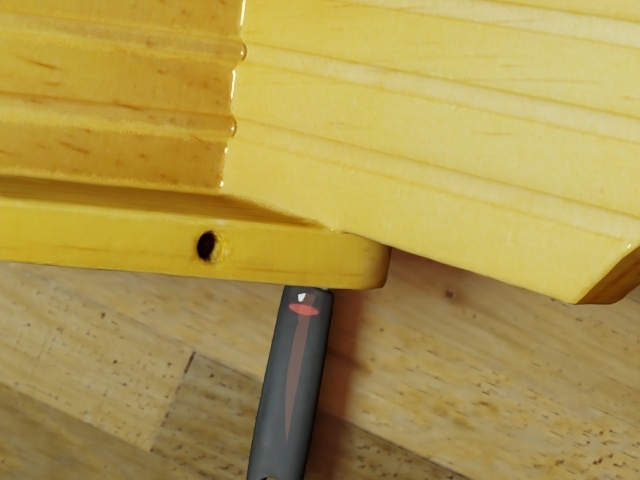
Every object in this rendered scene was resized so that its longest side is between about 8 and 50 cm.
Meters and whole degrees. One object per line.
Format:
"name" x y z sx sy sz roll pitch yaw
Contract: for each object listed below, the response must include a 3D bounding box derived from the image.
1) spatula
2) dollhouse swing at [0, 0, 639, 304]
"spatula" 0.000 0.000 0.997 0.084 0.030 0.296 13 95 8
"dollhouse swing" -0.035 -0.146 0.814 0.315 0.305 0.347 5 99 -23
